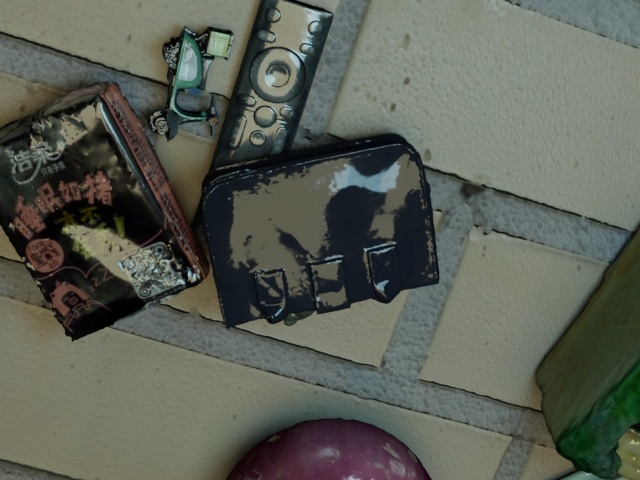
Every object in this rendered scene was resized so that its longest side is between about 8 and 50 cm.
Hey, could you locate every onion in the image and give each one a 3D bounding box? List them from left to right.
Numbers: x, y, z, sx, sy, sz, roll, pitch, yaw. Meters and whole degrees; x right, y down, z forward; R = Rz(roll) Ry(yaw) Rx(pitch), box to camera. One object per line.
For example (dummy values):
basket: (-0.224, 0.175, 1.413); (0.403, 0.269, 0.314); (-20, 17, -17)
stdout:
onion: (0.010, 0.465, 1.835); (0.358, 0.345, 0.358); (6, 143, 5)

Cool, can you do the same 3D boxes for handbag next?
handbag: (0.000, 0.000, 1.737); (0.326, 0.118, 0.269); (-10, 106, -5)

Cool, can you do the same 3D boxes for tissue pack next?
tissue pack: (-0.327, -0.044, 1.720); (0.245, 0.123, 0.332); (-23, 113, 8)

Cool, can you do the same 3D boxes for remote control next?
remote control: (-0.087, -0.164, 1.743); (0.107, 0.044, 0.377); (15, 107, -13)

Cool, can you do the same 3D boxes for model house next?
model house: (0.567, 0.204, 1.780); (0.343, 0.334, 0.382); (30, 113, -12)

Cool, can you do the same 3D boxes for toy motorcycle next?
toy motorcycle: (-0.184, -0.220, 1.708); (0.100, 0.058, 0.173); (10, 106, -14)

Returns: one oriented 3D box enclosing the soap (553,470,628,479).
soap: (0.441, 0.456, 1.971); (0.261, 0.094, 0.150); (-25, 109, 4)
